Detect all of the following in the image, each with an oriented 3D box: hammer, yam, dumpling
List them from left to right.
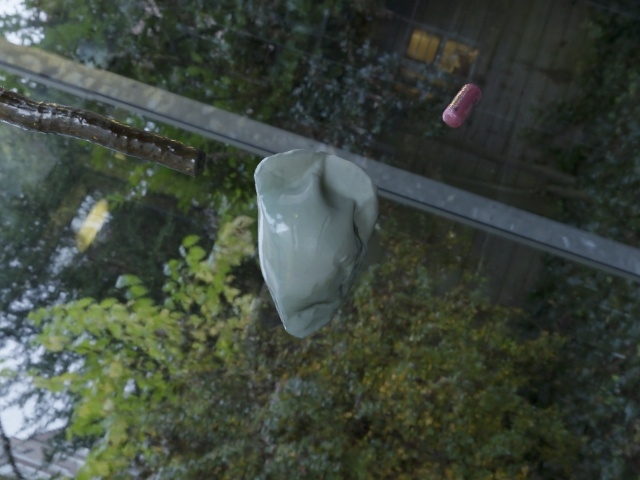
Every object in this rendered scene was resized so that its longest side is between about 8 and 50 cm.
[{"bbox_3d":[-0.304,-0.142,0.956,0.045,0.327,0.045,105,-177,-72],"label":"yam"},{"bbox_3d":[0.000,0.000,0.879,0.124,0.151,0.228,41,140,54],"label":"dumpling"},{"bbox_3d":[0.238,-0.226,1.286,0.083,0.043,0.043,-53,-10,-20],"label":"hammer"}]
